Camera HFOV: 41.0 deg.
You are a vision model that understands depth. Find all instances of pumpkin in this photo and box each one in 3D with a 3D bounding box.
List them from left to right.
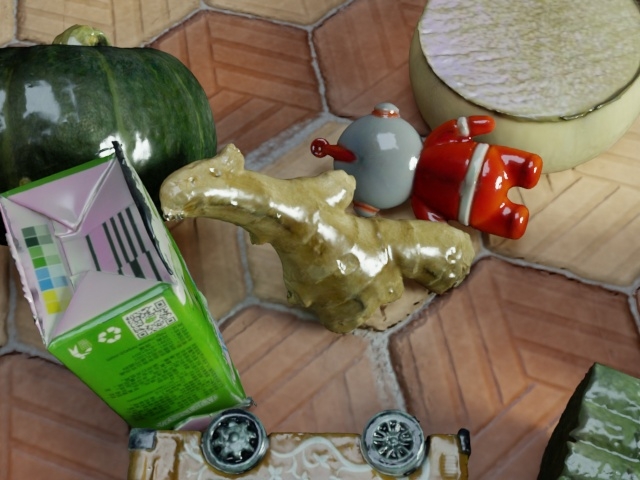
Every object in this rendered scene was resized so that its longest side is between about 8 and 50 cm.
[{"bbox_3d":[-0.249,-0.106,0.842,0.300,0.300,0.208,1,103,0],"label":"pumpkin"}]

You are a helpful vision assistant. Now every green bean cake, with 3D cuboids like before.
[{"bbox_3d":[0.220,0.209,0.671,0.094,0.173,0.181,19,60,13],"label":"green bean cake"}]

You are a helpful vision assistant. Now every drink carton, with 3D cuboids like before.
[{"bbox_3d":[-0.155,0.061,0.734,0.108,0.271,0.161,-25,60,-5],"label":"drink carton"}]

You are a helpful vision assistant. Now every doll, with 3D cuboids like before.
[{"bbox_3d":[0.103,-0.072,0.901,0.244,0.076,0.143,15,100,19],"label":"doll"}]

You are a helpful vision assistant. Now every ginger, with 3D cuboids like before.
[{"bbox_3d":[0.000,0.000,0.812,0.148,0.333,0.081,-55,30,14],"label":"ginger"}]

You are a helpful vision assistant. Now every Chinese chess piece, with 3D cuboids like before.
[{"bbox_3d":[0.235,-0.203,0.965,0.269,0.112,0.270,-2,58,4],"label":"Chinese chess piece"}]

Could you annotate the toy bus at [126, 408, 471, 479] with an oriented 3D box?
[{"bbox_3d":[-0.020,0.236,0.696,0.275,0.139,0.167,1,60,2],"label":"toy bus"}]
